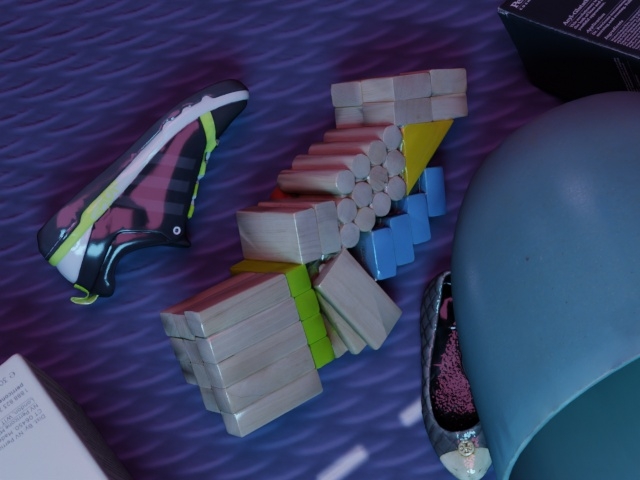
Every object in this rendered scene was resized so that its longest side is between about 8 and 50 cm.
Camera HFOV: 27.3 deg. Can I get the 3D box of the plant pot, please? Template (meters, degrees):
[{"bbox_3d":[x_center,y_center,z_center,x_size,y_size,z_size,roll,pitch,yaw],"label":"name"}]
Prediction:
[{"bbox_3d":[0.228,0.036,0.954,0.293,0.293,0.235,-19,54,-1],"label":"plant pot"}]

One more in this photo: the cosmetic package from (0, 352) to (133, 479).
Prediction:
[{"bbox_3d":[-0.162,0.248,0.971,0.113,0.160,0.309,-37,69,-7],"label":"cosmetic package"}]

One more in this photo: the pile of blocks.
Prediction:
[{"bbox_3d":[0.000,0.000,1.092,0.112,0.149,0.362,4,50,54],"label":"pile of blocks"}]

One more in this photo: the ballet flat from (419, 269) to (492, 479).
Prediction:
[{"bbox_3d":[0.105,0.107,1.054,0.057,0.049,0.173,-8,69,4],"label":"ballet flat"}]

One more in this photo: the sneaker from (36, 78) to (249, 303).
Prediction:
[{"bbox_3d":[-0.137,-0.038,1.135,0.234,0.084,0.097,-43,95,-9],"label":"sneaker"}]

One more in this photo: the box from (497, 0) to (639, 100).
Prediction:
[{"bbox_3d":[0.307,-0.224,1.096,0.261,0.103,0.184,-46,45,-11],"label":"box"}]
